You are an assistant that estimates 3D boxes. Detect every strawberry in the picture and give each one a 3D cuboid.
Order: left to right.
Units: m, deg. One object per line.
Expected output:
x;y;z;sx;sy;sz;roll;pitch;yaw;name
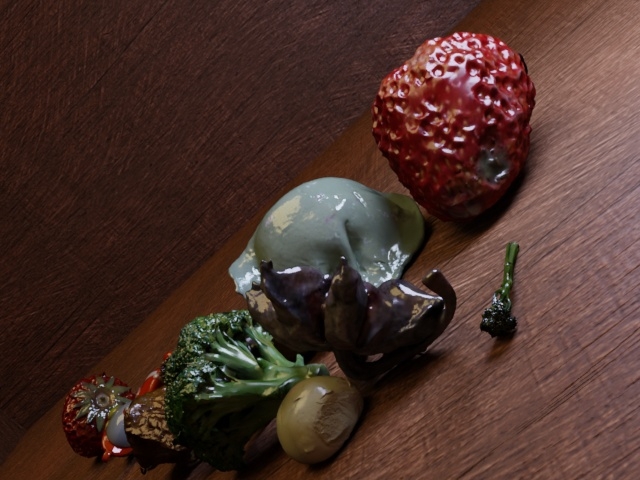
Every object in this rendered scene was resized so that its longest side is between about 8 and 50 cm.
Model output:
-0.595;0.481;2.181;0.205;0.205;0.244;-58;-3;-47;strawberry
0.220;-0.199;1.391;0.291;0.292;0.310;-39;6;28;strawberry

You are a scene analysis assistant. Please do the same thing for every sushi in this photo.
-0.272;0.340;1.550;0.179;0.167;0.296;-9;-21;-7;sushi

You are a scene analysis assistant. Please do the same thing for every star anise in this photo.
0.033;0.110;1.130;0.359;0.315;0.139;63;-148;-63;star anise

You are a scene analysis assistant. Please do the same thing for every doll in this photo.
-0.435;0.411;1.985;0.200;0.105;0.336;-65;-4;38;doll

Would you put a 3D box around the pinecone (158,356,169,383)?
-0.333;0.319;1.951;0.102;0.109;0.102;-39;37;37;pinecone

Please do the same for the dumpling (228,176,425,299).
0.029;0.019;1.514;0.321;0.270;0.212;-50;-11;8;dumpling

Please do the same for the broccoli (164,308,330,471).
-0.110;0.220;1.301;0.269;0.254;0.269;-14;50;17;broccoli

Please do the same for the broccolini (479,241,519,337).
0.236;0.051;1.049;0.044;0.042;0.218;-37;13;33;broccolini

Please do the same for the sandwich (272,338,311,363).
-0.134;0.225;1.542;0.235;0.128;0.122;-42;4;15;sandwich

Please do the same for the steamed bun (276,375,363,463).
-0.009;0.238;1.132;0.130;0.091;0.112;-51;11;-23;steamed bun

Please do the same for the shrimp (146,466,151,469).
-0.349;0.412;1.744;0.180;0.041;0.099;-58;24;29;shrimp
